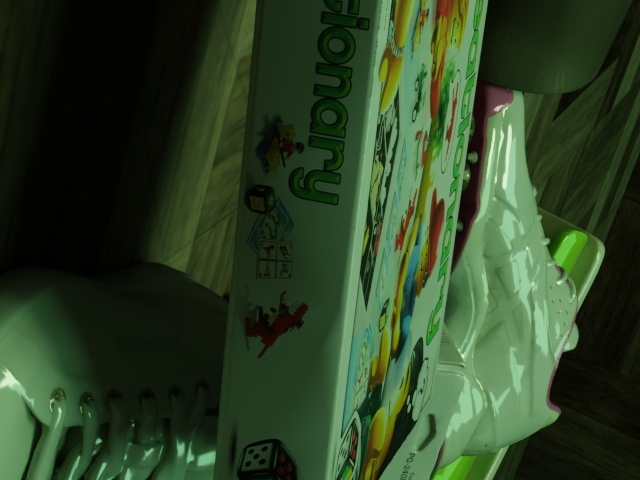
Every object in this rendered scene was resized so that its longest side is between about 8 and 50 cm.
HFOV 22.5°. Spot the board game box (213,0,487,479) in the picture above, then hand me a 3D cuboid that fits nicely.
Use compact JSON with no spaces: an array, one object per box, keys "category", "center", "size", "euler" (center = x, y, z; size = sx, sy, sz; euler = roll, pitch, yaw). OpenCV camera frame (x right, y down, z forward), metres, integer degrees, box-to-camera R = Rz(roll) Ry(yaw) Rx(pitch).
[{"category":"board game box","center":[0.021,-0.039,0.682],"size":[0.193,0.053,0.305],"euler":[-44,143,-65]}]

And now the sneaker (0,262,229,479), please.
[{"category":"sneaker","center":[-0.084,0.074,0.717],"size":[0.290,0.123,0.106],"euler":[-25,138,-67]}]

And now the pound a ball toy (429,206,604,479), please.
[{"category":"pound a ball toy","center":[0.090,0.054,1.334],"size":[0.208,0.136,0.319],"euler":[19,98,-45]}]

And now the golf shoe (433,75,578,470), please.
[{"category":"golf shoe","center":[0.126,0.019,1.182],"size":[0.115,0.140,0.306],"euler":[-135,-134,-58]}]

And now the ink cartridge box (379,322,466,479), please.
[{"category":"ink cartridge box","center":[0.038,0.084,1.116],"size":[0.150,0.063,0.109],"euler":[-113,-147,-54]}]

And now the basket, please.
[{"category":"basket","center":[0.162,-0.225,1.067],"size":[0.204,0.154,0.227],"euler":[-56,167,-49]}]
